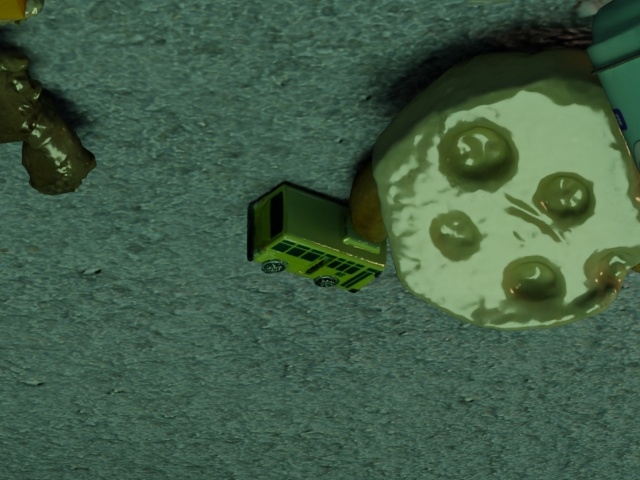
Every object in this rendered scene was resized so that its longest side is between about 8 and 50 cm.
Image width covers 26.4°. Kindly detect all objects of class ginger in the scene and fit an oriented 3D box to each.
[{"bbox_3d":[-0.322,-0.116,1.477,0.122,0.084,0.290,-13,152,8],"label":"ginger"}]

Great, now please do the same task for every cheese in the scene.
[{"bbox_3d":[0.216,-0.055,1.463,0.318,0.115,0.326,32,121,-9],"label":"cheese"}]

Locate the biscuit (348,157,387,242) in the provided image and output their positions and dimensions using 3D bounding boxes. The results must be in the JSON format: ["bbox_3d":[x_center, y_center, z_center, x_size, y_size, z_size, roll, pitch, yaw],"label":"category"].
[{"bbox_3d":[0.173,-0.055,1.627,0.274,0.091,0.213,2,155,-3],"label":"biscuit"}]

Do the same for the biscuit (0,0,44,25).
[{"bbox_3d":[-0.370,-0.236,1.265,0.219,0.061,0.055,6,108,-19],"label":"biscuit"}]

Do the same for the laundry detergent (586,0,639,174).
[{"bbox_3d":[0.404,-0.133,1.199,0.287,0.305,0.287,-24,-177,1],"label":"laundry detergent"}]

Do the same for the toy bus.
[{"bbox_3d":[0.000,0.000,1.726,0.175,0.088,0.101,18,146,-32],"label":"toy bus"}]

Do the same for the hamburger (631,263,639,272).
[{"bbox_3d":[0.398,-0.055,1.550,0.231,0.107,0.231,13,132,14],"label":"hamburger"}]

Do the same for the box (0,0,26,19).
[{"bbox_3d":[-0.343,-0.305,0.907,0.283,0.259,0.214,-2,151,0],"label":"box"}]
